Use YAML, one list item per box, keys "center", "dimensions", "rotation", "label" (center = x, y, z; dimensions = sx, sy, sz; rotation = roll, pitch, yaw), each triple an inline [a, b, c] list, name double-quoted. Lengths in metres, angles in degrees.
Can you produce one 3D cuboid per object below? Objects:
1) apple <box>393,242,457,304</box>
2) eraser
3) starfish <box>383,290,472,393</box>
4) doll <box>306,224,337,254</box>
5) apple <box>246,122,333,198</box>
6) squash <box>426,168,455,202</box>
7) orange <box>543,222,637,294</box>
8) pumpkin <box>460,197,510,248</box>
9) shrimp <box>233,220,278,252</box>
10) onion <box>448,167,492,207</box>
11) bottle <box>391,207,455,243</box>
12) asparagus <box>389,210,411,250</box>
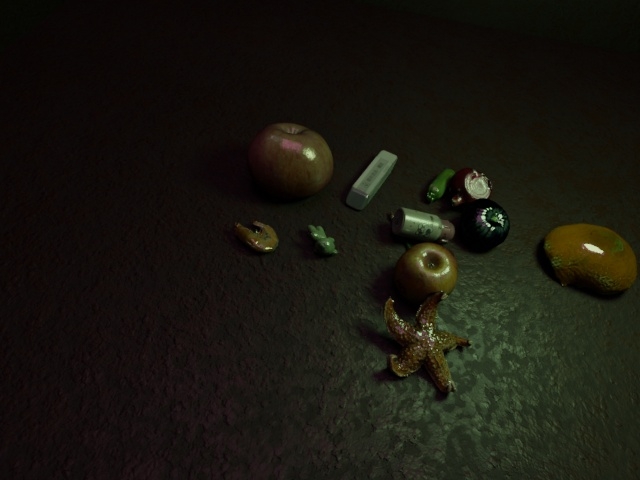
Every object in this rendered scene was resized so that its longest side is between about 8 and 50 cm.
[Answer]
- center: [0.356, 0.114, 1.390]
  dimensions: [0.211, 0.188, 0.211]
  rotation: [1, 54, -2]
  label: "apple"
- center: [0.219, -0.261, 1.732]
  dimensions: [0.089, 0.061, 0.352]
  rotation: [28, 54, 13]
  label: "eraser"
- center: [0.338, 0.304, 1.272]
  dimensions: [0.312, 0.113, 0.303]
  rotation: [14, 77, -7]
  label: "starfish"
- center: [0.000, 0.000, 1.513]
  dimensions: [0.115, 0.077, 0.150]
  rotation: [21, 29, -40]
  label: "doll"
- center: [-0.116, -0.326, 1.609]
  dimensions: [0.345, 0.269, 0.344]
  rotation: [3, 52, -4]
  label: "apple"
- center: [0.515, -0.240, 1.745]
  dimensions: [0.068, 0.077, 0.219]
  rotation: [28, 57, 24]
  label: "squash"
- center: [1.025, 0.049, 1.545]
  dimensions: [0.335, 0.196, 0.262]
  rotation: [22, 40, 18]
  label: "orange"
- center: [0.637, -0.064, 1.588]
  dimensions: [0.202, 0.140, 0.202]
  rotation: [6, 70, -17]
  label: "pumpkin"
- center: [-0.239, -0.019, 1.510]
  dimensions: [0.187, 0.051, 0.132]
  rotation: [35, 38, 12]
  label: "shrimp"
- center: [0.593, -0.197, 1.693]
  dimensions: [0.198, 0.135, 0.173]
  rotation: [-36, 86, -12]
  label: "onion"
- center: [0.398, -0.050, 1.558]
  dimensions: [0.233, 0.110, 0.110]
  rotation: [12, 52, -13]
  label: "bottle"
- center: [0.317, -0.024, 1.591]
  dimensions: [0.023, 0.022, 0.233]
  rotation: [-30, 58, 13]
  label: "asparagus"
